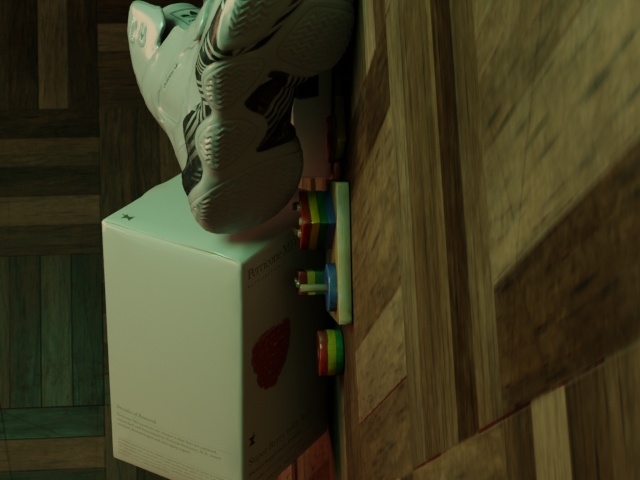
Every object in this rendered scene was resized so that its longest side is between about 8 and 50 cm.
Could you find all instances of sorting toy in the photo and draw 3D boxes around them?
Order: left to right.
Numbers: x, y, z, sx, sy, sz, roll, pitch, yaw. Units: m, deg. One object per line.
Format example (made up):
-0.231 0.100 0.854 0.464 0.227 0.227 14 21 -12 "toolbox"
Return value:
0.000 0.000 1.526 0.132 0.046 0.274 -145 53 -84 "sorting toy"

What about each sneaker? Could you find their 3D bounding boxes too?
-0.087 -0.192 1.459 0.210 0.137 0.366 59 150 33 "sneaker"

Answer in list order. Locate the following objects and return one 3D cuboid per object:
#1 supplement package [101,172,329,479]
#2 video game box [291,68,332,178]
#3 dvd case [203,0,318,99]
-0.105 0.095 1.675 0.177 0.175 0.293 -37 -45 -49 "supplement package"
-0.018 -0.187 1.669 0.187 0.048 0.205 -114 23 -70 "video game box"
-0.063 -0.254 1.588 0.239 0.029 0.179 -145 50 -58 "dvd case"
